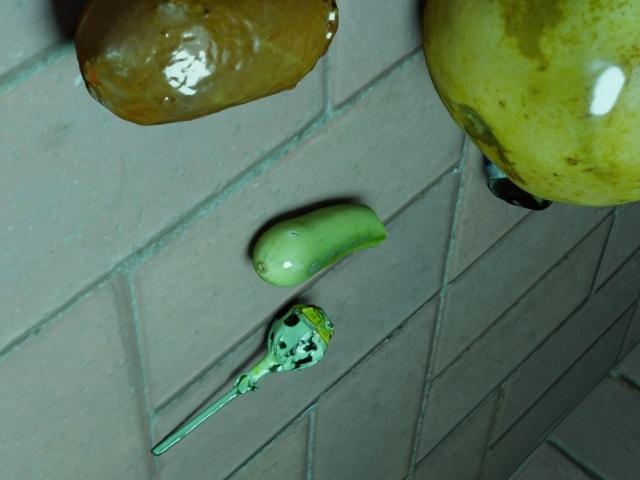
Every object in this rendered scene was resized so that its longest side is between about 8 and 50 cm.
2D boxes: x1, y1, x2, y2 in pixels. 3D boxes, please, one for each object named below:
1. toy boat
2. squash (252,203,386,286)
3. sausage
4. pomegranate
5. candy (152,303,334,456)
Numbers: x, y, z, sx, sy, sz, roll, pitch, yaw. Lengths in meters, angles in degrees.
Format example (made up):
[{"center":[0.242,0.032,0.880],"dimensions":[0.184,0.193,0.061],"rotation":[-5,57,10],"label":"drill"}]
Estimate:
[{"center":[0.331,-0.127,2.019],"dimensions":[0.262,0.114,0.115],"rotation":[32,63,-63],"label":"toy boat"},{"center":[0.000,0.000,1.641],"dimensions":[0.250,0.083,0.083],"rotation":[-22,141,-53],"label":"squash"},{"center":[-0.101,-0.193,1.124],"dimensions":[0.268,0.153,0.141],"rotation":[-23,142,-46],"label":"sausage"},{"center":[0.332,-0.245,1.511],"dimensions":[0.417,0.417,0.416],"rotation":[-40,152,-27],"label":"pomegranate"},{"center":[-0.109,0.195,1.723],"dimensions":[0.305,0.083,0.091],"rotation":[-37,153,-14],"label":"candy"}]
